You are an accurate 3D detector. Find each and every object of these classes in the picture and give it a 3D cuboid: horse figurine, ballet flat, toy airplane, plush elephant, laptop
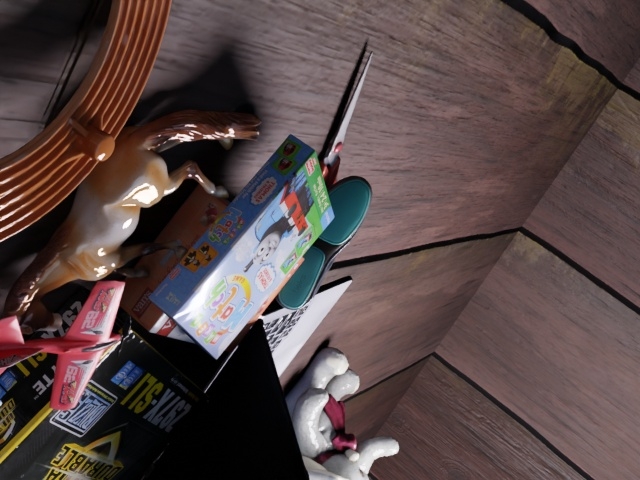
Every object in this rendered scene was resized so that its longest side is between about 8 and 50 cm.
[{"bbox_3d":[-0.165,-0.027,0.696,0.263,0.066,0.174,-52,153,23],"label":"horse figurine"},{"bbox_3d":[0.000,0.000,1.064,0.203,0.074,0.074,-59,159,5],"label":"ballet flat"},{"bbox_3d":[-0.228,0.093,0.685,0.151,0.028,0.151,-35,148,-26],"label":"toy airplane"},{"bbox_3d":[0.025,0.415,1.574,0.330,0.255,0.272,-45,159,-16],"label":"plush elephant"},{"bbox_3d":[-0.081,0.296,1.129,0.382,0.236,0.408,-54,161,27],"label":"laptop"}]

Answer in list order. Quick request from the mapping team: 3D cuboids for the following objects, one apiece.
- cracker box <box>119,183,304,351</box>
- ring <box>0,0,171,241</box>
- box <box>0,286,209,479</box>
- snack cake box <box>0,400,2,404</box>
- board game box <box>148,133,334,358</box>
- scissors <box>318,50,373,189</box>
[{"bbox_3d":[-0.119,0.041,0.918,0.156,0.067,0.232,-52,159,0],"label":"cracker box"},{"bbox_3d":[-0.182,-0.135,0.450,0.336,0.032,0.336,-52,158,-31],"label":"ring"},{"bbox_3d":[-0.271,0.215,0.875,0.257,0.079,0.322,-49,159,-14],"label":"box"},{"bbox_3d":[-0.341,0.094,0.506,0.152,0.089,0.264,-46,158,-18],"label":"snack cake box"},{"bbox_3d":[-0.072,0.013,0.820,0.211,0.039,0.160,-50,160,-12],"label":"board game box"},{"bbox_3d":[0.009,-0.102,1.013,0.109,0.021,0.297,-35,156,-32],"label":"scissors"}]
